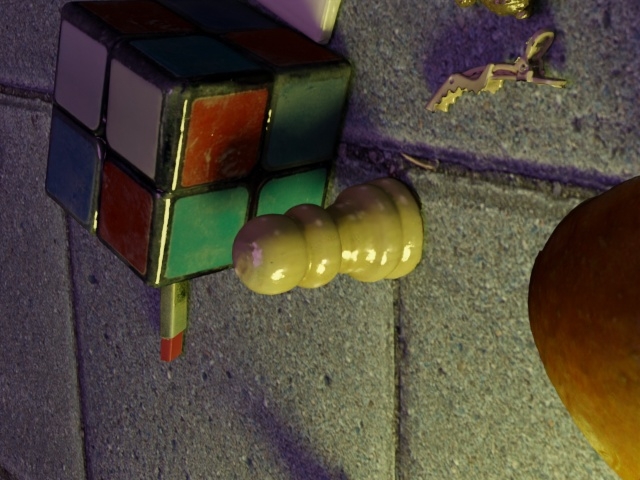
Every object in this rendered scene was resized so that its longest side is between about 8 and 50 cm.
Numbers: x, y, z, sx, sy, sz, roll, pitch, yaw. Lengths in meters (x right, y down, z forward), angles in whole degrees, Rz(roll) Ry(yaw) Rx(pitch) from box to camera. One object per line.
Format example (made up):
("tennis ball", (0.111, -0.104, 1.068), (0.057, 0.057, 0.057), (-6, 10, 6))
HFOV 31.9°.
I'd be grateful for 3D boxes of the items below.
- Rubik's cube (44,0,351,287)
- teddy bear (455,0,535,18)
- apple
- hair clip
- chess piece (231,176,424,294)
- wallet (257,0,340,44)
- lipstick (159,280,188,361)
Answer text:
("Rubik's cube", (-0.183, -0.157, 1.619), (0.313, 0.318, 0.316), (37, 127, 38))
("teddy bear", (0.164, -0.361, 1.293), (0.251, 0.182, 0.129), (42, 91, 18))
("apple", (0.382, 0.082, 1.001), (0.384, 0.374, 0.374), (138, 117, -80))
("hair clip", (0.202, -0.201, 1.354), (0.226, 0.034, 0.072), (-6, 92, 53))
("chess piece", (0.000, 0.000, 1.479), (0.143, 0.261, 0.142), (19, 114, 51))
("wallet", (-0.041, -0.362, 1.612), (0.190, 0.033, 0.095), (43, 129, 35))
("lipstick", (-0.260, 0.078, 1.993), (0.051, 0.051, 0.312), (27, 122, 43))
